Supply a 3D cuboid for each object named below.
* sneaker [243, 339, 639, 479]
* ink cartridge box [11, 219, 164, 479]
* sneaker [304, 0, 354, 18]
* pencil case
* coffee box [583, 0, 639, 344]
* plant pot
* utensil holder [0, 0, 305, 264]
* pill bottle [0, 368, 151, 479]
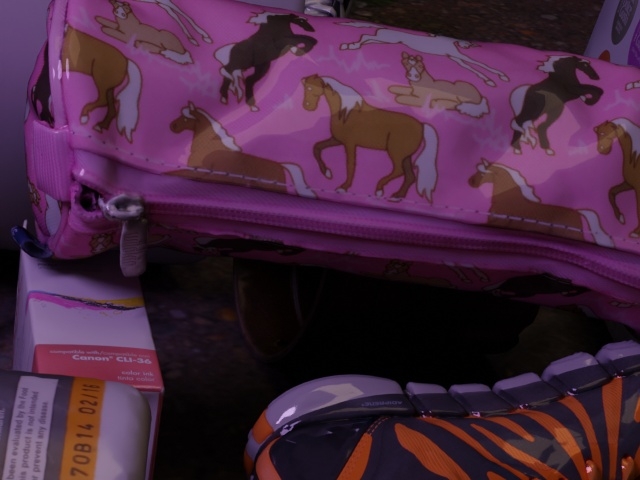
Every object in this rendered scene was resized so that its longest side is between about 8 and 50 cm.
[{"bbox_3d":[0.127,0.152,0.972,0.321,0.125,0.180,-7,31,-9],"label":"sneaker"},{"bbox_3d":[-0.132,0.078,1.015,0.067,0.115,0.198,3,26,-14],"label":"ink cartridge box"},{"bbox_3d":[-0.010,-0.227,1.676,0.094,0.153,0.235,11,24,8],"label":"sneaker"},{"bbox_3d":[0.031,-0.042,1.026,0.386,0.167,0.160,7,-16,-12],"label":"pencil case"},{"bbox_3d":[0.384,-0.094,1.256,0.338,0.334,0.338,15,23,-10],"label":"coffee box"},{"bbox_3d":[0.049,0.005,1.205,0.165,0.167,0.167,9,23,-22],"label":"plant pot"},{"bbox_3d":[-0.245,-0.155,1.196,0.385,0.328,0.327,8,23,-26],"label":"utensil holder"},{"bbox_3d":[-0.220,0.128,0.822,0.278,0.162,0.162,7,25,-5],"label":"pill bottle"}]
